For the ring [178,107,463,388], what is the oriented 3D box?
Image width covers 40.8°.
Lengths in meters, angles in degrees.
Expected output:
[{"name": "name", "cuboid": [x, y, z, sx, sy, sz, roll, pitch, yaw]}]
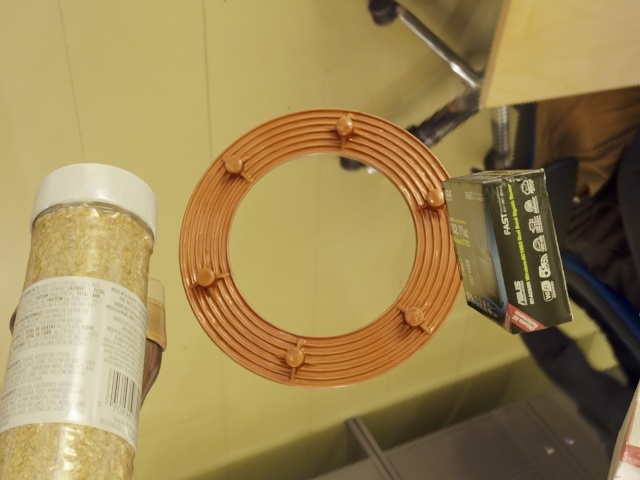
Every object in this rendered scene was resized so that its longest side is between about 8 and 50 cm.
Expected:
[{"name": "ring", "cuboid": [0.000, 0.000, 0.986, 0.336, 0.337, 0.032, -33, 164, -5]}]

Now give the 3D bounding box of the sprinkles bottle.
[{"name": "sprinkles bottle", "cuboid": [-0.215, 0.101, 0.764, 0.121, 0.356, 0.121, -2, 145, -1]}]

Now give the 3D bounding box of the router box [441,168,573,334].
[{"name": "router box", "cuboid": [0.115, 0.003, 0.549, 0.038, 0.122, 0.092, -12, 94, -3]}]

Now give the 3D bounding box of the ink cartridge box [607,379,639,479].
[{"name": "ink cartridge box", "cuboid": [0.398, 0.262, 1.057, 0.198, 0.067, 0.115, 83, 29, -47]}]

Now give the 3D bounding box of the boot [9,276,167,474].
[{"name": "boot", "cuboid": [-0.265, 0.151, 0.900, 0.248, 0.207, 0.090, -16, 145, 36]}]
